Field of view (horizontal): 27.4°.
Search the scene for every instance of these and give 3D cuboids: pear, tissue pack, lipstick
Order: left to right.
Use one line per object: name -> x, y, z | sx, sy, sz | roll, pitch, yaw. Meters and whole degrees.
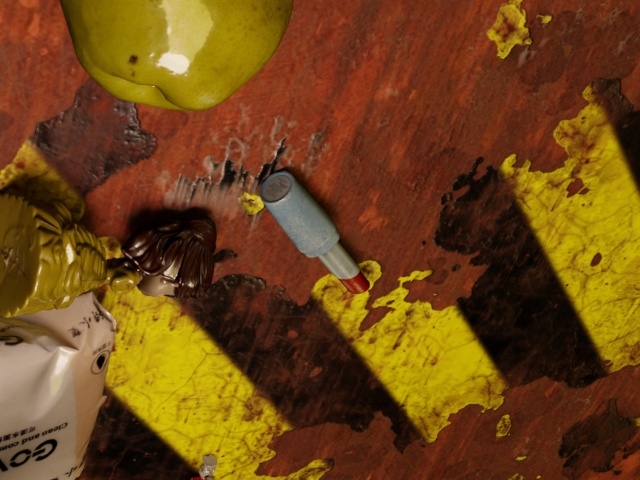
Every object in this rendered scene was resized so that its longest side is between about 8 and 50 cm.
tissue pack -> -0.500, 0.252, 1.905 | 0.376, 0.195, 0.390 | -11, 135, -30
pear -> -0.161, -0.295, 1.472 | 0.294, 0.294, 0.294 | -12, 134, -13
lipstick -> 0.000, 0.000, 1.959 | 0.068, 0.061, 0.274 | -33, 135, 6

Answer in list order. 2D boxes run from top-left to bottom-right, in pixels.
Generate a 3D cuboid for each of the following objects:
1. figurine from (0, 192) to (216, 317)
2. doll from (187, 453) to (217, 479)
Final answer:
figurine -> -0.288, 0.034, 1.809 | 0.315, 0.168, 0.187 | 8, 170, -39
doll -> -0.205, 0.412, 2.271 | 0.058, 0.040, 0.085 | -20, 141, -23
